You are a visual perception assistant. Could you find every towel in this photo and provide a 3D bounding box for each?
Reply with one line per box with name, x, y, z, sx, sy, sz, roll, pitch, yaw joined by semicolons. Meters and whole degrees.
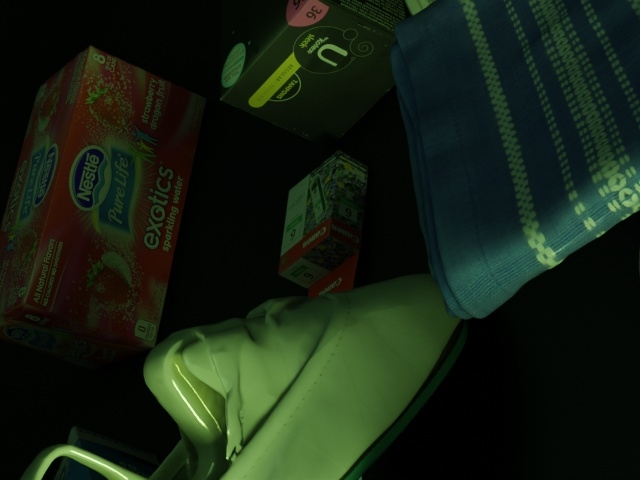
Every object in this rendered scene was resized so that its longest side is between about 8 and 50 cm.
towel;0.161;-0.132;0.517;0.336;0.040;0.243;-41;25;22

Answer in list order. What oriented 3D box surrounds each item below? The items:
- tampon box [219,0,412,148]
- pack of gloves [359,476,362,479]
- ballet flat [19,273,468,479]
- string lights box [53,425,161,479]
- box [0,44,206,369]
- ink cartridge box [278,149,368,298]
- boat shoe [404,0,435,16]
tampon box;-0.004;-0.176;0.950;0.120;0.101;0.161;-43;37;38
pack of gloves;-0.044;0.169;0.835;0.195;0.046;0.232;-38;41;43
ballet flat;-0.069;0.126;0.652;0.400;0.139;0.139;-48;20;-26
string lights box;-0.154;0.230;0.889;0.133;0.076;0.259;-68;16;0
box;-0.206;-0.027;1.160;0.122;0.128;0.257;-24;50;52
ink cartridge box;0.000;0.000;0.887;0.063;0.029;0.115;-37;34;43
boat shoe;0.120;-0.276;0.762;0.103;0.118;0.320;21;104;38
